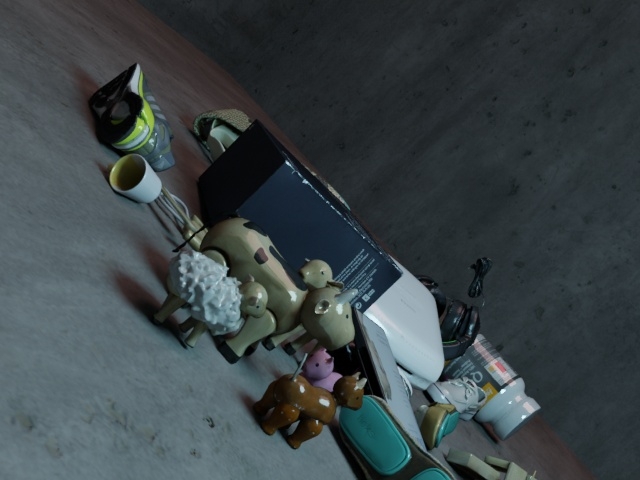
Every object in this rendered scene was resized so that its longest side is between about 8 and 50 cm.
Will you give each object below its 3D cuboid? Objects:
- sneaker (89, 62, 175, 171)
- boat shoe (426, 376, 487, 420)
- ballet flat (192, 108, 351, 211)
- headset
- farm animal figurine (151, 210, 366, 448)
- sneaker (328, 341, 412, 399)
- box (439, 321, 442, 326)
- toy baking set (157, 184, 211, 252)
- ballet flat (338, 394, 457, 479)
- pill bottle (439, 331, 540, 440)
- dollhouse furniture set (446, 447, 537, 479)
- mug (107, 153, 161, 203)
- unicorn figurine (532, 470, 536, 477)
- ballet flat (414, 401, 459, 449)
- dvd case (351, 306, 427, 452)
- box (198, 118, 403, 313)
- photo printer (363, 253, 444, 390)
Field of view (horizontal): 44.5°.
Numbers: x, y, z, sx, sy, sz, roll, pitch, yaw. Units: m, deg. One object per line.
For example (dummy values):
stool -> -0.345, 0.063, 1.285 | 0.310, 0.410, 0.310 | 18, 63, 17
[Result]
sneaker -> -0.323, -0.211, 1.369 | 0.121, 0.111, 0.300 | 52, 9, -36
boat shoe -> 0.328, 0.363, 1.831 | 0.096, 0.088, 0.267 | 52, 10, 34
ballet flat -> -0.140, -0.150, 1.853 | 0.483, 0.164, 0.182 | 44, 28, 24
headset -> 0.303, 0.160, 1.949 | 0.243, 0.185, 0.394 | 33, 32, 30
farm animal figurine -> -0.041, 0.089, 1.026 | 0.327, 0.172, 0.330 | 44, 8, -11
sneaker -> 0.077, 0.231, 1.357 | 0.178, 0.072, 0.077 | 38, 19, 3
box -> 0.306, 0.268, 2.101 | 0.042, 0.109, 0.178 | 54, 10, 17
toy baking set -> -0.191, -0.003, 1.235 | 0.256, 0.030, 0.197 | 48, 0, -36
ballet flat -> 0.124, 0.323, 1.003 | 0.106, 0.107, 0.316 | 57, 1, -38
pill bottle -> 0.424, 0.368, 2.023 | 0.278, 0.162, 0.162 | 49, 9, 25
dollhouse furniture set -> 0.297, 0.465, 1.414 | 0.151, 0.123, 0.144 | 3, -28, 46
mug -> -0.270, -0.091, 1.155 | 0.078, 0.062, 0.064 | 59, 6, 30
unicorn figurine -> 0.430, 0.551, 1.595 | 0.111, 0.060, 0.162 | 36, 29, -51
ballet flat -> 0.208, 0.343, 1.470 | 0.073, 0.080, 0.232 | 19, -3, 18
dvd case -> 0.109, 0.240, 1.242 | 0.180, 0.022, 0.253 | 43, 26, -63
box -> -0.051, -0.033, 1.489 | 0.312, 0.179, 0.343 | 44, 5, -23
photo printer -> 0.145, 0.160, 1.660 | 0.256, 0.107, 0.307 | 41, 24, -18
